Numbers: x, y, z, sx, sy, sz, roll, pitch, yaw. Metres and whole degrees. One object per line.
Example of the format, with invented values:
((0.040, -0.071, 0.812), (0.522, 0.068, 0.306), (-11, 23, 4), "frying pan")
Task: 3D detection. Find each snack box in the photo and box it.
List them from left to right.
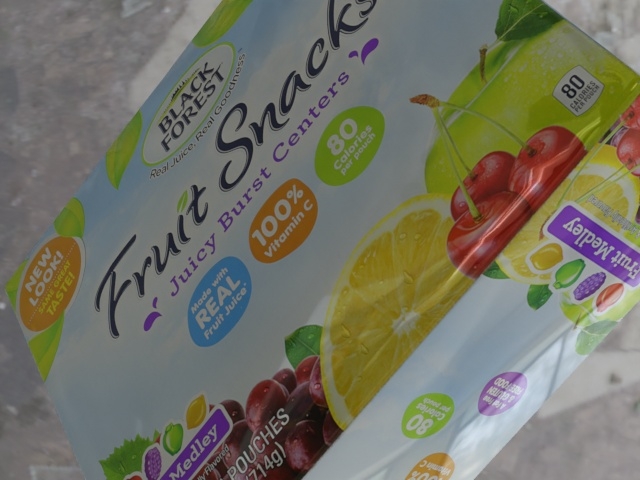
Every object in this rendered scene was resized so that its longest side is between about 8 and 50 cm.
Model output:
((0.000, 0.000, 0.414), (0.070, 0.174, 0.207), (29, 107, -42), "snack box")
